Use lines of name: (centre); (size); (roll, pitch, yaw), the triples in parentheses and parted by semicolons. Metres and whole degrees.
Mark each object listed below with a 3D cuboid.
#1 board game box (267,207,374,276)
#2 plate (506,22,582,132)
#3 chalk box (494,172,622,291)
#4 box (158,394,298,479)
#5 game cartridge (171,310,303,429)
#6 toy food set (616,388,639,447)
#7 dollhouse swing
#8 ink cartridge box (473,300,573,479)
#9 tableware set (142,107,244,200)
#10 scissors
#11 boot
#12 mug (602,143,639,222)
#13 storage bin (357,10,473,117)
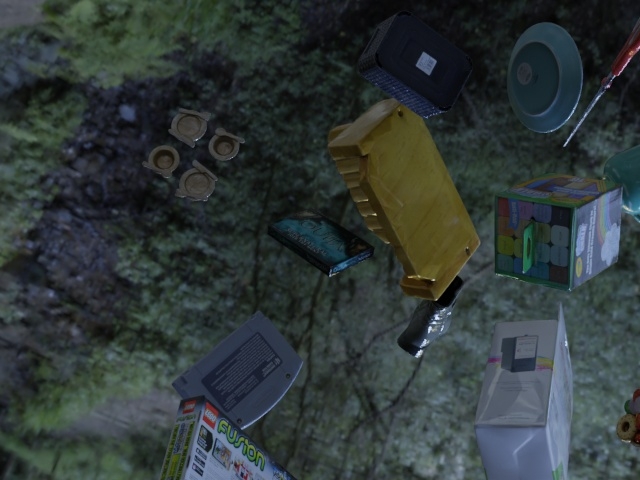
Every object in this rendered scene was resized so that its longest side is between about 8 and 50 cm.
board game box: (0.000, 0.000, 1.839); (0.186, 0.126, 0.026); (33, 131, 34)
plate: (0.376, -0.279, 1.575); (0.024, 0.188, 0.188); (-8, 168, -28)
chalk box: (0.344, -0.011, 1.371); (0.132, 0.213, 0.132); (14, 113, 40)
box: (-0.100, 0.282, 1.056); (0.036, 0.114, 0.207); (-17, 131, 27)
game cartridge: (-0.183, 0.321, 2.136); (0.196, 0.294, 0.060); (49, 143, 3)
toy food set: (0.466, 0.260, 1.332); (0.020, 0.083, 0.083); (15, -179, -14)
dollhouse swing: (0.106, -0.076, 1.892); (0.305, 0.315, 0.347); (-12, 113, 41)
ink cartridge box: (0.362, 0.279, 1.584); (0.119, 0.353, 0.207); (-5, 118, 22)
tableware set: (-0.227, -0.155, 1.631); (0.141, 0.169, 0.020); (28, 162, 10)
scissors: (0.475, -0.271, 1.489); (0.021, 0.109, 0.297); (30, 113, 1)
boot: (0.255, 0.135, 1.908); (0.083, 0.246, 0.161); (35, 119, 7)
mug: (0.635, -0.107, 1.836); (0.097, 0.158, 0.129); (-23, 154, 0)
storage bin: (0.176, -0.325, 1.697); (0.180, 0.122, 0.084); (32, 168, -16)
